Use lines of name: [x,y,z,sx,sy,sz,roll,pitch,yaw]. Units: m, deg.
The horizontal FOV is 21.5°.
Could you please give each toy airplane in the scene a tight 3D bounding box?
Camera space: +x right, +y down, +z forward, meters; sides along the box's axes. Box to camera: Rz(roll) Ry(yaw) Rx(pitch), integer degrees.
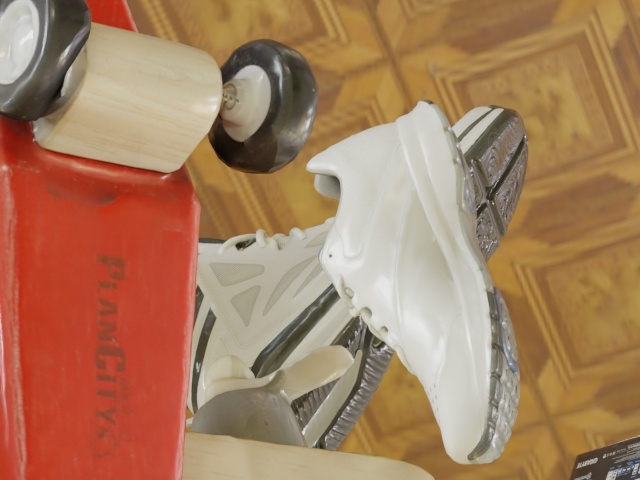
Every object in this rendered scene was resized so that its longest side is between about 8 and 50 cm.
toy airplane: [-0.139,0.101,0.737,0.272,0.384,0.386,-17,113,47]

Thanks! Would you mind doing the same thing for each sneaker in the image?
sneaker: [-0.001,0.000,1.694,0.447,0.257,0.169,-50,148,-17]
sneaker: [0.072,0.039,1.271,0.129,0.297,0.111,-17,148,6]

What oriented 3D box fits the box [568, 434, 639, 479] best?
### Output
box: [0.280,0.263,1.516,0.051,0.175,0.220,28,155,-13]
